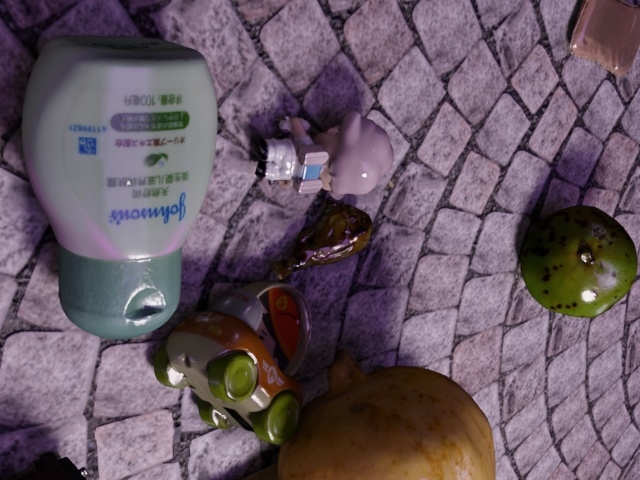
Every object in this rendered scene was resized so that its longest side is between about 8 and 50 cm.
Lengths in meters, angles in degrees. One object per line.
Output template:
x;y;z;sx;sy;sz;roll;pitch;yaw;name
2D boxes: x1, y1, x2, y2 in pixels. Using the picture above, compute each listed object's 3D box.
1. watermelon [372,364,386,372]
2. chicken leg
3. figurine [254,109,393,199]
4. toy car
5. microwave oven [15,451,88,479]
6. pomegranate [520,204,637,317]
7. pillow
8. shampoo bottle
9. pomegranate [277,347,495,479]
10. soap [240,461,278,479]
0.108;0.373;1.452;0.193;0.140;0.257;37;92;-34;watermelon
0.000;0.000;1.226;0.178;0.070;0.093;-32;109;-18;chicken leg
0.019;-0.117;1.162;0.228;0.112;0.138;-4;117;-27;figurine
-0.098;0.152;1.180;0.235;0.145;0.235;-5;97;-51;toy car
-0.341;0.433;1.058;0.188;0.178;0.248;-26;124;-28;microwave oven
0.479;0.047;1.557;0.211;0.211;0.263;-52;166;-8;pomegranate
0.524;-0.379;1.500;0.211;0.034;0.135;11;98;-43;pillow
-0.229;-0.052;0.957;0.221;0.151;0.350;-9;115;-38;shampoo bottle
0.084;0.322;1.209;0.342;0.342;0.343;-16;118;-33;pomegranate
-0.121;0.456;1.316;0.232;0.073;0.140;-20;119;-31;soap
